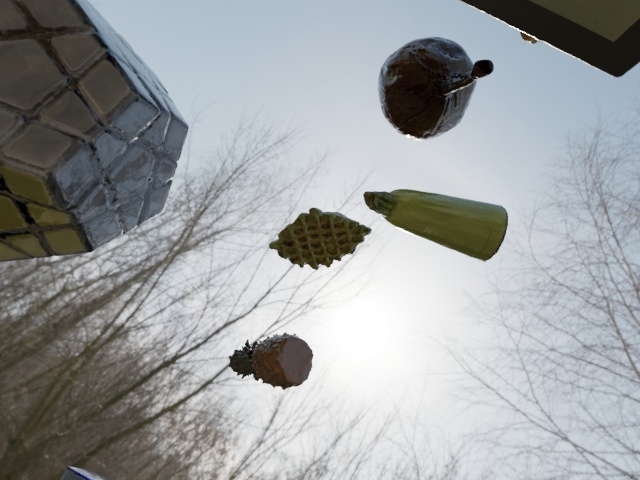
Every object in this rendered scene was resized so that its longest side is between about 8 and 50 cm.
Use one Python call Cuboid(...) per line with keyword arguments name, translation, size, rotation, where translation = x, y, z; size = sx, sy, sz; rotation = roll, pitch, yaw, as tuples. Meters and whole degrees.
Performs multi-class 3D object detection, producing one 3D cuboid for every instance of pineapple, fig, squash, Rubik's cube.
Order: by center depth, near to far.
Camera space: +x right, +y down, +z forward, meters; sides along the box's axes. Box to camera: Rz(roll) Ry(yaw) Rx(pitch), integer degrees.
Cuboid(name="Rubik's cube", translation=(-0.320, -0.131, 0.511), size=(0.319, 0.319, 0.264), rotation=(11, -59, 38))
Cuboid(name="squash", translation=(0.166, -0.037, 0.666), size=(0.224, 0.094, 0.094), rotation=(15, -40, -13))
Cuboid(name="fig", translation=(0.192, -0.287, 0.760), size=(0.190, 0.190, 0.290), rotation=(44, 1, 8))
Cuboid(name="pineapple", translation=(-0.158, 0.351, 1.261), size=(0.279, 0.158, 0.157), rotation=(-20, -75, 40))

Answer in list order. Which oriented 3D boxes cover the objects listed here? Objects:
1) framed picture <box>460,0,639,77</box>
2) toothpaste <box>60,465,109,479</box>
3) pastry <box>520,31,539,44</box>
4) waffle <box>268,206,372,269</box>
Cuboid(name="framed picture", translation=(0.162, -0.275, 0.314), size=(0.347, 0.016, 0.265), rotation=(26, -19, 0))
Cuboid(name="toothpaste", translation=(-0.227, 0.311, 0.305), size=(0.066, 0.272, 0.053), rotation=(15, -29, 19))
Cuboid(name="pastry", translation=(0.277, -0.314, 0.410), size=(0.102, 0.154, 0.250), rotation=(57, -16, 38))
Cuboid(name="waffle", translation=(-0.001, -0.002, 1.092), size=(0.204, 0.224, 0.054), rotation=(-45, -137, 35))
